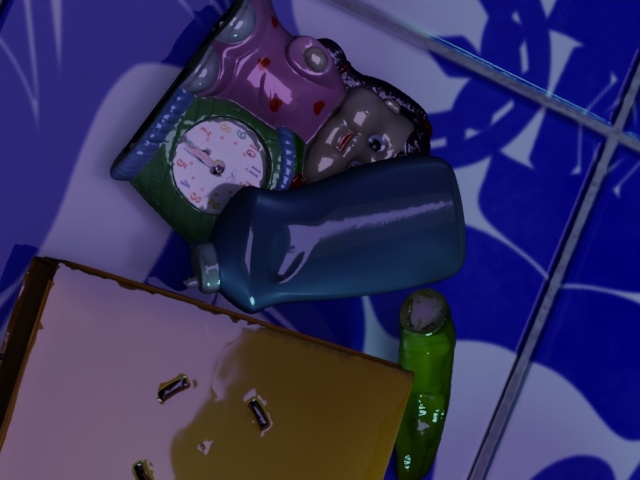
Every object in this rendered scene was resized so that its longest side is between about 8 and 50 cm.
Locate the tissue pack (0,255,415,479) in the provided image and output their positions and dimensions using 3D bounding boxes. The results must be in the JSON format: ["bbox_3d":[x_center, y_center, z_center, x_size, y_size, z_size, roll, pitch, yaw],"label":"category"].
[{"bbox_3d":[-0.101,0.142,1.257,0.274,0.145,0.194,19,85,-16],"label":"tissue pack"}]

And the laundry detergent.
[{"bbox_3d":[-0.001,0.000,1.231,0.206,0.061,0.097,-12,102,-17],"label":"laundry detergent"}]

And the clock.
[{"bbox_3d":[-0.031,-0.065,1.293,0.195,0.100,0.194,35,86,-13],"label":"clock"}]

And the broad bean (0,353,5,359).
[{"bbox_3d":[-0.369,-0.003,1.214,0.325,0.067,0.075,38,112,-17],"label":"broad bean"}]

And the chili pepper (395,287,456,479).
[{"bbox_3d":[0.078,0.109,1.319,0.052,0.050,0.202,-19,140,-18],"label":"chili pepper"}]
